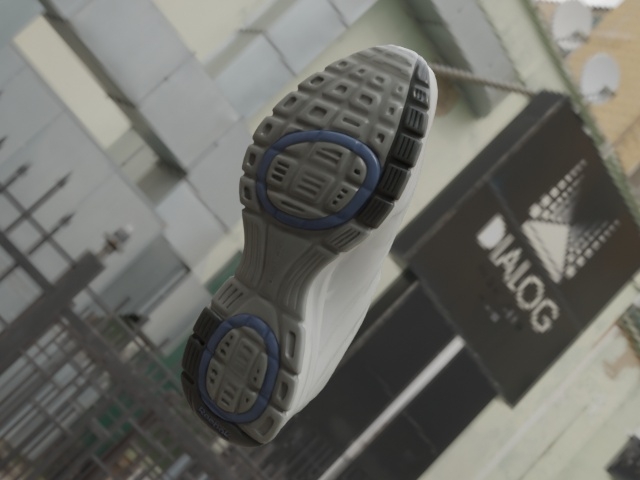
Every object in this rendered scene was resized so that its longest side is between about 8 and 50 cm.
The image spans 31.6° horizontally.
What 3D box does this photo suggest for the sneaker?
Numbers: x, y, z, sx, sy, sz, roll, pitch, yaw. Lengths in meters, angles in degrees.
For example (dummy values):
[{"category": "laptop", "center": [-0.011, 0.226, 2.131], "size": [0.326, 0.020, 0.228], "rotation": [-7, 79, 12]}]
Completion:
[{"category": "sneaker", "center": [0.000, 0.000, 0.797], "size": [0.111, 0.297, 0.129], "rotation": [33, 19, 19]}]
